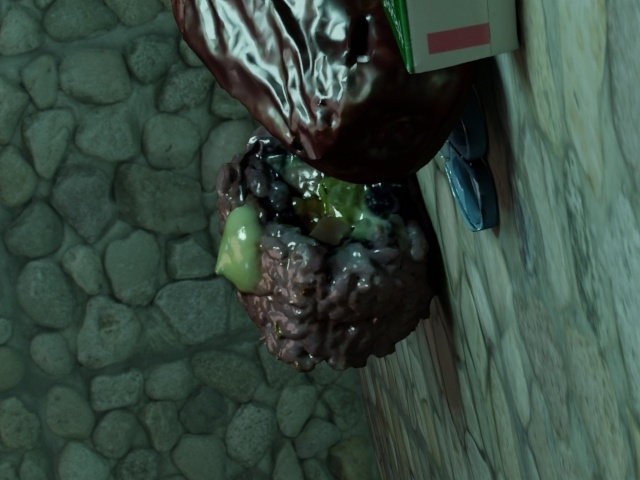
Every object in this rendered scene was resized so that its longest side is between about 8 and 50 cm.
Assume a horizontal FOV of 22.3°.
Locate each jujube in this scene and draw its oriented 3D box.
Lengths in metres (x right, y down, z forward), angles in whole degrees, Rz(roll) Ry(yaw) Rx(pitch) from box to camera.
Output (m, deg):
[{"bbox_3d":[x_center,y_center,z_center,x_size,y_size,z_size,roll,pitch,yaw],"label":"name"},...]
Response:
[{"bbox_3d":[0.006,-0.186,1.247,0.342,0.216,0.216,-116,12,-45],"label":"jujube"}]

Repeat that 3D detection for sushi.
[{"bbox_3d":[0.000,0.000,1.717,0.171,0.236,0.270,96,158,-46],"label":"sushi"}]

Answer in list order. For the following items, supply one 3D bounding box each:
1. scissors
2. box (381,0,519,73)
[{"bbox_3d":[0.098,-0.101,1.354,0.256,0.030,0.125,-117,13,-65],"label":"scissors"},{"bbox_3d":[0.066,-0.223,1.060,0.199,0.081,0.135,-103,2,-47],"label":"box"}]
